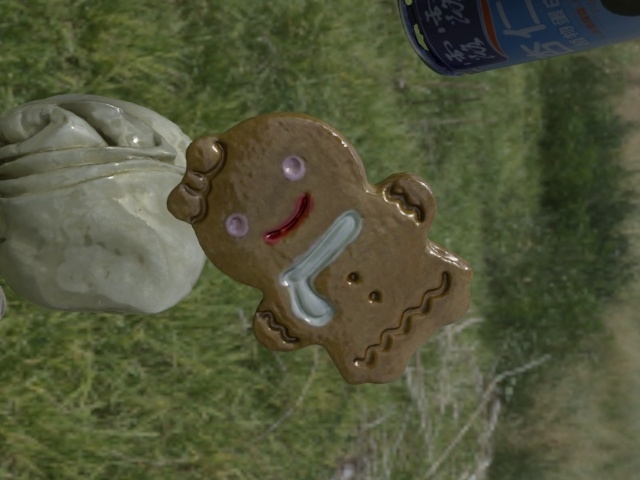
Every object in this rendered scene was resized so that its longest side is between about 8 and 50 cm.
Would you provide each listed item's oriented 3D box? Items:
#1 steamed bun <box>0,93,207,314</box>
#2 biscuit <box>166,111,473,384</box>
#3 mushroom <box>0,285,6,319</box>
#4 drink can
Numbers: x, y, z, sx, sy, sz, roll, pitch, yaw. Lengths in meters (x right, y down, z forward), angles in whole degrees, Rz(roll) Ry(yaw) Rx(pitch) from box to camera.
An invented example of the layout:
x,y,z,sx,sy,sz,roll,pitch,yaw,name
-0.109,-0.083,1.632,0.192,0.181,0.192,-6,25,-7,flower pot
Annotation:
x,y,z,sx,sy,sz,roll,pitch,yaw,name
-0.256,-0.066,1.145,0.289,0.276,0.203,-94,-170,-64,steamed bun
0.000,0.000,0.806,0.249,0.184,0.035,46,9,-8,biscuit
-0.466,0.086,1.394,0.067,0.084,0.083,57,30,-85,mushroom
0.160,-0.155,0.571,0.097,0.235,0.097,3,85,-44,drink can
